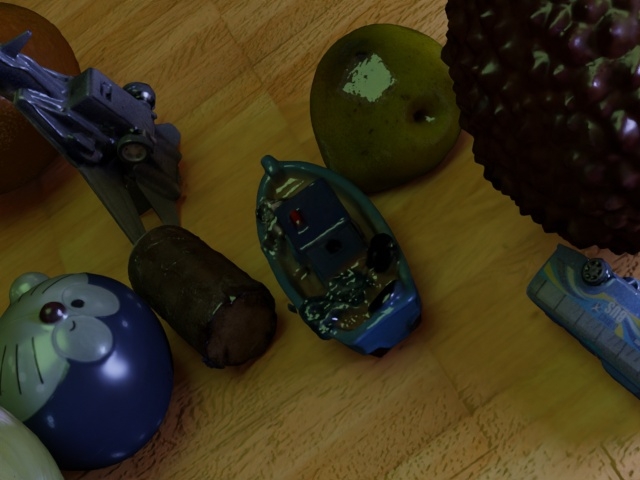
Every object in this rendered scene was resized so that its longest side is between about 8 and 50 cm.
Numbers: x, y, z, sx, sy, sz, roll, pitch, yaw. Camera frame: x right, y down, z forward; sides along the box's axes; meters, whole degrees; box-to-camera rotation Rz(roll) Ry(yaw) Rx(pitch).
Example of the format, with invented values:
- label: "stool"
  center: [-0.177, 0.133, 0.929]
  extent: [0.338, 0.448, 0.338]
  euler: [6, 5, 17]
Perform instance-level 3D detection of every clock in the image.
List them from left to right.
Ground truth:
- label: "clock"
  center: [-0.230, 0.113, 1.103]
  extent: [0.243, 0.146, 0.200]
  euler: [-17, 52, 30]

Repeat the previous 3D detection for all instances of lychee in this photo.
- label: "lychee"
  center: [0.209, -0.137, 0.908]
  extent: [0.264, 0.264, 0.300]
  euler: [9, 77, 40]

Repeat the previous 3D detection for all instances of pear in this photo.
- label: "pear"
  center: [0.046, -0.118, 1.130]
  extent: [0.141, 0.104, 0.141]
  euler: [-23, 41, 22]

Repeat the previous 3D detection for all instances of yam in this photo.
- label: "yam"
  center: [-0.097, 0.045, 1.114]
  extent: [0.079, 0.079, 0.141]
  euler: [-48, 42, -8]

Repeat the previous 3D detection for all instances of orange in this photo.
- label: "orange"
  center: [-0.336, -0.141, 1.360]
  extent: [0.206, 0.206, 0.206]
  euler: [-20, 46, 22]

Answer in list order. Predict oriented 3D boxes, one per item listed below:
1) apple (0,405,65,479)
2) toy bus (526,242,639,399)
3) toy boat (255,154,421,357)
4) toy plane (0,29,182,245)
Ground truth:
- label: "apple"
  center: [-0.291, 0.268, 0.858]
  extent: [0.357, 0.357, 0.357]
  euler: [-20, 46, 22]
- label: "toy bus"
  center: [0.202, 0.058, 0.906]
  extent: [0.061, 0.051, 0.153]
  euler: [-52, 42, 6]
- label: "toy boat"
  center: [0.000, 0.000, 1.066]
  extent: [0.100, 0.097, 0.223]
  euler: [-36, 43, 0]
- label: "toy plane"
  center: [-0.215, -0.120, 1.197]
  extent: [0.088, 0.267, 0.212]
  euler: [-28, 43, 22]
